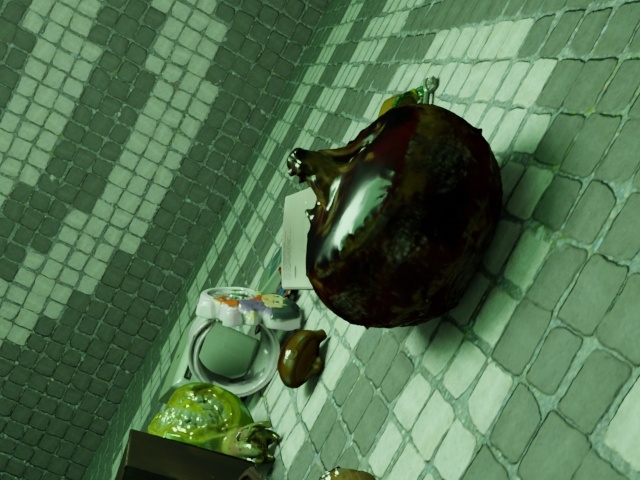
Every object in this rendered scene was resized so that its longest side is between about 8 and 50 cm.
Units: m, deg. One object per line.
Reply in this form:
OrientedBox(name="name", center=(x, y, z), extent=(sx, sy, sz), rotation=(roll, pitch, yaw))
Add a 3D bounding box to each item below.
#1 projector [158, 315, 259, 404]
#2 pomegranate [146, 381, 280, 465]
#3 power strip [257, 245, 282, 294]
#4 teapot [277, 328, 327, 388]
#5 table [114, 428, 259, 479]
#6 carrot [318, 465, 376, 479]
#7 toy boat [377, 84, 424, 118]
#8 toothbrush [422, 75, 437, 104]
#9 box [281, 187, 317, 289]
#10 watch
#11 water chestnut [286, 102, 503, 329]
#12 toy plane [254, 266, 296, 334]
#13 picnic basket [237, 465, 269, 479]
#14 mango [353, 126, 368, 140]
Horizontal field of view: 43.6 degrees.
OrientedBox(name="projector", center=(-0.273, 0.328, 1.952), extent=(0.163, 0.177, 0.242), rotation=(-47, 21, 51))
OrientedBox(name="pomegranate", center=(-0.209, 0.408, 1.613), extent=(0.301, 0.236, 0.236), rotation=(-1, 57, 35))
OrientedBox(name="power strip", center=(-0.089, 0.052, 2.050), extent=(0.270, 0.046, 0.118), rotation=(-53, 18, 34))
OrientedBox(name="teapot", center=(-0.028, 0.225, 1.532), extent=(0.129, 0.078, 0.098), rotation=(-58, -30, -33))
OrientedBox(name="table", center=(-0.258, 0.516, 1.383), extent=(0.196, 0.250, 0.282), rotation=(-157, 85, -78))
OrientedBox(name="carrot", center=(0.043, 0.401, 0.968), extent=(0.102, 0.102, 0.263), rotation=(-56, 20, 24))
OrientedBox(name="toy boat", center=(0.167, -0.233, 1.650), extent=(0.088, 0.089, 0.229), rotation=(-3, 52, 27))
OrientedBox(name="toothbrush", center=(0.212, -0.242, 1.587), extent=(0.028, 0.026, 0.294), rotation=(-31, 32, 35))
OrientedBox(name="box", center=(0.000, 0.000, 1.619), extent=(0.251, 0.106, 0.203), rotation=(169, 102, -70))
OrientedBox(name="watch", center=(-0.171, 0.232, 1.777), extent=(0.196, 0.244, 0.231), rotation=(-135, 50, -77))
OrientedBox(name="water chestnut", center=(0.084, -0.042, 1.161), extent=(0.350, 0.302, 0.350), rotation=(-51, 19, 25))
OrientedBox(name="toy plane", center=(-0.101, 0.147, 1.910), extent=(0.189, 0.061, 0.130), rotation=(-66, 16, 7))
OrientedBox(name="picnic basket", center=(-0.078, 0.476, 1.166), extent=(0.222, 0.129, 0.297), rotation=(-64, 15, -4))
OrientedBox(name="mango", center=(0.102, -0.188, 1.741), extent=(0.115, 0.089, 0.165), rotation=(-35, 29, 57))
